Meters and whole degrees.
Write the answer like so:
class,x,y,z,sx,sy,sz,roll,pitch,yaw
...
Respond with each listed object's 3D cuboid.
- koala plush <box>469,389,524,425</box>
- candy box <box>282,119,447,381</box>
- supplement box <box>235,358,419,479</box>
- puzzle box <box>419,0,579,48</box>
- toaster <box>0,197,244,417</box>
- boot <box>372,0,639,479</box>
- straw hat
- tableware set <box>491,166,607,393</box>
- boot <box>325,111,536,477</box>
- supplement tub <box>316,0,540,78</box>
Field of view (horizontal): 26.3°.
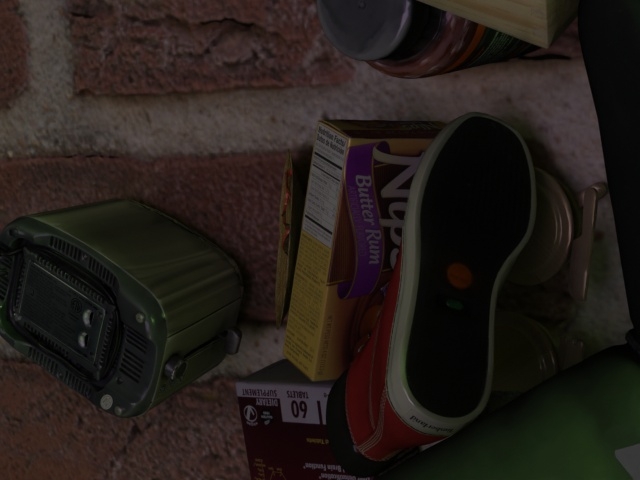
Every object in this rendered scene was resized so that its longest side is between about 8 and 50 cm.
class,x,y,z,sx,sy,sz,roll,pitch,yaw
koala plush,0.179,0.236,0.926,0.221,0.196,0.203,101,165,-49
candy box,0.042,0.006,1.010,0.053,0.109,0.187,36,122,54
supplement box,0.016,0.222,1.121,0.130,0.073,0.239,-2,102,36
puzzle box,0.042,-0.285,0.857,0.409,0.272,0.052,27,150,28
toaster,-0.175,0.046,1.169,0.227,0.146,0.129,28,117,27
boot,0.090,0.104,0.721,0.445,0.146,0.367,-33,94,9
straw hat,0.000,0.000,1.075,0.061,0.144,0.144,4,109,-6
tableware set,0.152,0.041,0.996,0.128,0.039,0.194,16,106,45
boot,0.067,0.040,0.962,0.088,0.244,0.176,22,152,-11
supplement tub,0.081,-0.161,0.891,0.106,0.198,0.106,11,109,33
